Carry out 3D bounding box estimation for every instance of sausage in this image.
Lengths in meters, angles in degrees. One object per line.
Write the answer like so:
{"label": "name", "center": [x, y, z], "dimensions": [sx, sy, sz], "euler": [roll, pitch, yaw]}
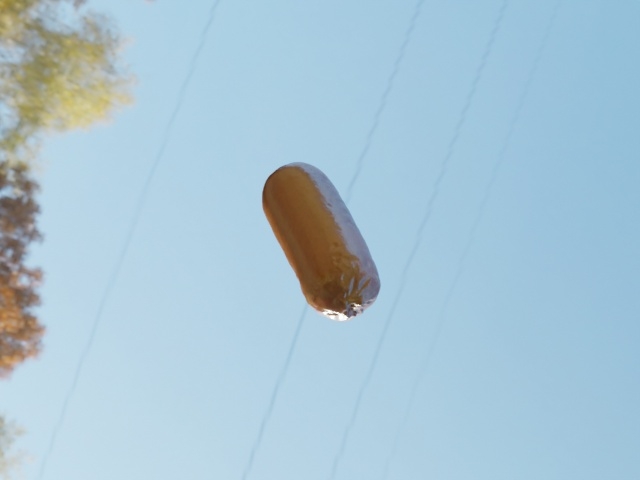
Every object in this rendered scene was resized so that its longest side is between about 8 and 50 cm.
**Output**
{"label": "sausage", "center": [0.000, 0.000, 1.102], "dimensions": [0.076, 0.076, 0.197], "euler": [-47, -139, 18]}
